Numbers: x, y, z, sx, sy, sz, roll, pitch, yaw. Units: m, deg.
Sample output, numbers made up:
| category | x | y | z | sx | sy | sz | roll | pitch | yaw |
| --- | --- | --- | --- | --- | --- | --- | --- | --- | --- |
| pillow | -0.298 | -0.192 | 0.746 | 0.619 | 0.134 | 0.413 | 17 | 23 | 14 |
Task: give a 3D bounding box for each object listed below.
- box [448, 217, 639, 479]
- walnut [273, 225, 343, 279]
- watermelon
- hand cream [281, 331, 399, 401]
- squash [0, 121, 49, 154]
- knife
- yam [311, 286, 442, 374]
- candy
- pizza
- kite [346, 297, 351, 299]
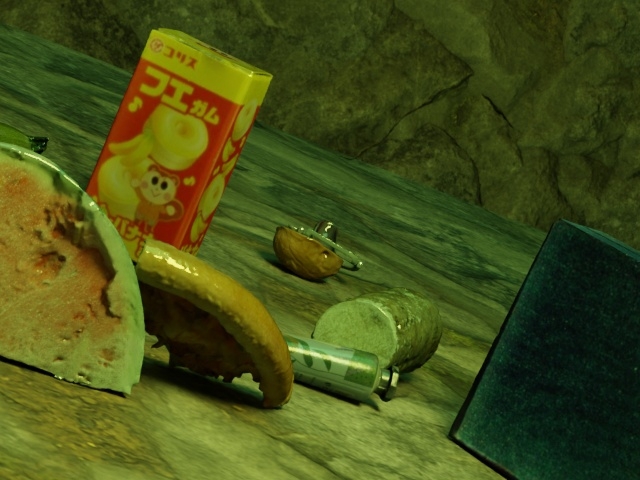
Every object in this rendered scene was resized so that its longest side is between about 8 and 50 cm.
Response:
| category | x | y | z | sx | sy | sz | roll | pitch | yaw |
| --- | --- | --- | --- | --- | --- | --- | --- | --- | --- |
| box | 0.315 | 0.158 | 1.673 | 0.261 | 0.279 | 0.116 | 33 | 11 | 38 |
| walnut | -0.023 | 0.025 | 2.224 | 0.121 | 0.052 | 0.091 | 32 | -9 | -33 |
| watermelon | -0.291 | 0.026 | 1.381 | 0.305 | 0.224 | 0.180 | 23 | 54 | -23 |
| hand cream | -0.039 | 0.127 | 1.695 | 0.256 | 0.055 | 0.088 | 15 | 11 | -10 |
| squash | -0.465 | -0.134 | 1.982 | 0.252 | 0.066 | 0.066 | 16 | 13 | -36 |
| knife | -0.001 | 0.002 | 2.387 | 0.123 | 0.053 | 0.278 | 35 | 4 | -5 |
| yam | 0.066 | 0.112 | 1.827 | 0.107 | 0.107 | 0.194 | 28 | 11 | 19 |
| candy | -0.182 | -0.107 | 1.895 | 0.146 | 0.276 | 0.088 | 25 | 11 | 14 |
| pizza | -0.107 | 0.085 | 1.484 | 0.134 | 0.056 | 0.271 | -5 | -36 | 18 |
| kite | 0.093 | 0.103 | 2.233 | 0.122 | 0.004 | 0.090 | 19 | 12 | -28 |
